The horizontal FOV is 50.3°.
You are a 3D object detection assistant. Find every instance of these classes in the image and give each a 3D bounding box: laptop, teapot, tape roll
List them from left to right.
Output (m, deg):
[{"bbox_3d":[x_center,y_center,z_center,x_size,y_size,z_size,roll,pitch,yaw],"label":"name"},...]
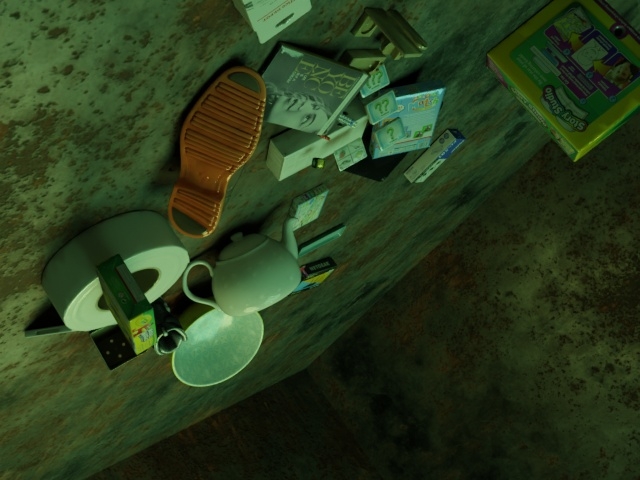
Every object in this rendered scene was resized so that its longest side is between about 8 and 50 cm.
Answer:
[{"bbox_3d":[-0.417,0.064,1.409,0.286,0.100,0.286,-34,163,-12],"label":"tape roll"},{"bbox_3d":[-0.188,0.069,1.770,0.253,0.187,0.256,-16,-164,35],"label":"teapot"},{"bbox_3d":[0.193,-0.289,1.858,0.234,0.137,0.264,-48,-174,36],"label":"laptop"}]

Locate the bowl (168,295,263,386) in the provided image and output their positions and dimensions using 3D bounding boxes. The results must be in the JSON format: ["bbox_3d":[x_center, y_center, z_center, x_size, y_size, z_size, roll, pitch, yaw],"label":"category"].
[{"bbox_3d":[-0.326,0.263,1.987,0.290,0.156,0.289,-20,131,-26],"label":"bowl"}]

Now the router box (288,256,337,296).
[{"bbox_3d":[-0.037,0.132,2.481,0.179,0.046,0.133,-16,153,-51],"label":"router box"}]

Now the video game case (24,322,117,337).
[{"bbox_3d":[-0.545,0.192,1.518,0.143,0.019,0.157,-11,176,26],"label":"video game case"}]

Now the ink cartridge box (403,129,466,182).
[{"bbox_3d":[0.370,-0.273,2.214,0.207,0.046,0.097,-46,163,28],"label":"ink cartridge box"}]

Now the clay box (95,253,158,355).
[{"bbox_3d":[-0.363,0.130,1.293,0.053,0.127,0.222,-30,163,-22],"label":"clay box"}]

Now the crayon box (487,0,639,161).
[{"bbox_3d":[0.678,-0.448,1.798,0.313,0.363,0.106,-39,164,7],"label":"crayon box"}]

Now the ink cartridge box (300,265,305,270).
[{"bbox_3d":[-0.171,0.119,2.110,0.231,0.078,0.134,-20,158,-45],"label":"ink cartridge box"}]

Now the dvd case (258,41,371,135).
[{"bbox_3d":[-0.031,-0.279,1.290,0.221,0.018,0.164,6,137,-42],"label":"dvd case"}]

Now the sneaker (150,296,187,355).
[{"bbox_3d":[-0.417,0.232,1.774,0.101,0.153,0.268,-32,163,-15],"label":"sneaker"}]

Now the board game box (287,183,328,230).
[{"bbox_3d":[-0.040,-0.089,1.901,0.103,0.026,0.154,-29,162,-25],"label":"board game box"}]

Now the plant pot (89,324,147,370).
[{"bbox_3d":[-0.525,0.272,1.763,0.109,0.109,0.096,-28,174,-28],"label":"plant pot"}]

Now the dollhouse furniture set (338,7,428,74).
[{"bbox_3d":[0.127,-0.353,1.342,0.144,0.123,0.151,-19,156,-47],"label":"dollhouse furniture set"}]

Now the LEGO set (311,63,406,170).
[{"bbox_3d":[0.075,-0.250,1.467,0.244,0.060,0.182,-30,118,-18],"label":"LEGO set"}]

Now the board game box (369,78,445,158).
[{"bbox_3d":[0.210,-0.297,1.686,0.160,0.039,0.211,-13,149,-12],"label":"board game box"}]

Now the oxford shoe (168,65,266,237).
[{"bbox_3d":[-0.187,-0.175,1.259,0.363,0.130,0.132,-58,-173,36],"label":"oxford shoe"}]

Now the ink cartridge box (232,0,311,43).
[{"bbox_3d":[-0.079,-0.373,0.970,0.104,0.060,0.180,-37,164,-4],"label":"ink cartridge box"}]

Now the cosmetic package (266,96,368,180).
[{"bbox_3d":[-0.005,-0.229,1.523,0.239,0.060,0.099,-30,164,-23],"label":"cosmetic package"}]

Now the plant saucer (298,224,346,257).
[{"bbox_3d":[0.000,0.000,2.248,0.192,0.018,0.067,-28,162,-31],"label":"plant saucer"}]
